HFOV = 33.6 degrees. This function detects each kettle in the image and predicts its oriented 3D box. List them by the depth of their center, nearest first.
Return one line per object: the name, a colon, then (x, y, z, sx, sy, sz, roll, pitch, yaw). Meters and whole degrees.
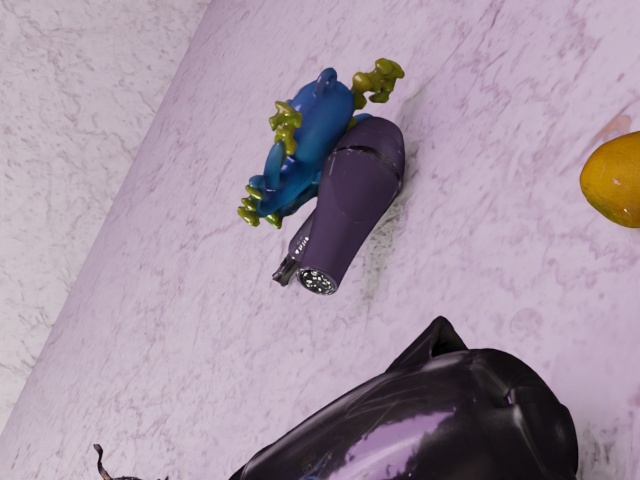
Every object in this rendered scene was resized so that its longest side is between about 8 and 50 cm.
kettle: (0.099, 0.257, 0.936, 0.324, 0.228, 0.320, -43, 53, 31)

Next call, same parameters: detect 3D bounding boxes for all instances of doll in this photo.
doll: (-0.019, -0.153, 1.661, 0.346, 0.099, 0.341, -39, -16, -36)

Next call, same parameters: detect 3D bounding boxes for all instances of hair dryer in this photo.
hair dryer: (0.000, 0.000, 1.641, 0.361, 0.121, 0.301, -51, 12, 55)

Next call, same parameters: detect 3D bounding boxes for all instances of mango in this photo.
mango: (0.314, -0.057, 0.999, 0.190, 0.075, 0.098, 21, 98, 65)

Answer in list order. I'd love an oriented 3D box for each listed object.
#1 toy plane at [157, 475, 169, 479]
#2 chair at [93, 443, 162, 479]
toy plane: (-0.197, 0.437, 1.439, 0.381, 0.155, 0.106, 119, 167, -53)
chair: (-0.318, 0.453, 1.712, 0.174, 0.149, 0.213, -58, 25, 2)
